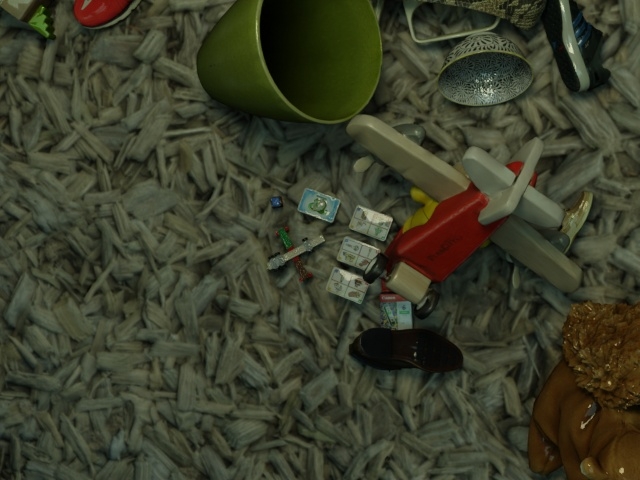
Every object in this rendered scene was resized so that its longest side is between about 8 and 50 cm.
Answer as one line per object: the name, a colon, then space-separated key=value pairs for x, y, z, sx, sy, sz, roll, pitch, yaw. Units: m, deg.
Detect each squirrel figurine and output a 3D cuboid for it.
squirrel figurine: x=0.499 y=0.291 z=1.342 sx=0.281 sy=0.370 sz=0.396 roll=1 pitch=97 yaw=13

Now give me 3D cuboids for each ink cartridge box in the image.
ink cartridge box: x=0.148 y=0.121 z=1.573 sx=0.063 sy=0.029 sz=0.115 roll=-2 pitch=97 yaw=12

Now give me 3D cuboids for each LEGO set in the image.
LEGO set: x=0.000 y=0.000 z=1.595 sx=0.244 sy=0.060 sz=0.182 roll=20 pitch=89 yaw=8

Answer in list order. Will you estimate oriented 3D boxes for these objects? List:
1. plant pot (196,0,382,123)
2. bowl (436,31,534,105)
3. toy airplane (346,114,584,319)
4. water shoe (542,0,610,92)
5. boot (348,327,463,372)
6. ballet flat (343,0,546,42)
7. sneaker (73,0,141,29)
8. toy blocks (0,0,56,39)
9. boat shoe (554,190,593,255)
plant pot: x=-0.089 y=-0.331 z=1.435 sx=0.294 sy=0.275 sz=0.274 roll=1 pitch=99 yaw=49
bowl: x=0.292 y=-0.319 z=1.437 sx=0.170 sy=0.170 sz=0.080 roll=-4 pitch=67 yaw=13
toy airplane: x=0.255 y=-0.064 z=1.402 sx=0.385 sy=0.272 sz=0.386 roll=2 pitch=130 yaw=23
water shoe: x=0.456 y=-0.366 z=1.433 sx=0.080 sy=0.073 sz=0.203 roll=-15 pitch=94 yaw=-13
boot: x=0.162 y=0.216 z=1.569 sx=0.219 sy=0.106 sz=0.082 roll=14 pitch=72 yaw=-15
ballet flat: x=0.163 y=-0.447 z=1.445 sx=0.483 sy=0.164 sz=0.181 roll=9 pitch=122 yaw=10
sneaker: x=-0.386 y=-0.522 z=1.561 sx=0.279 sy=0.118 sz=0.107 roll=-35 pitch=88 yaw=14
toy blocks: x=-0.623 y=-0.622 z=1.584 sx=0.381 sy=0.191 sz=0.261 roll=38 pitch=95 yaw=-6
boat shoe: x=0.455 y=-0.033 z=1.475 sx=0.045 sy=0.050 sz=0.135 roll=25 pitch=102 yaw=3
